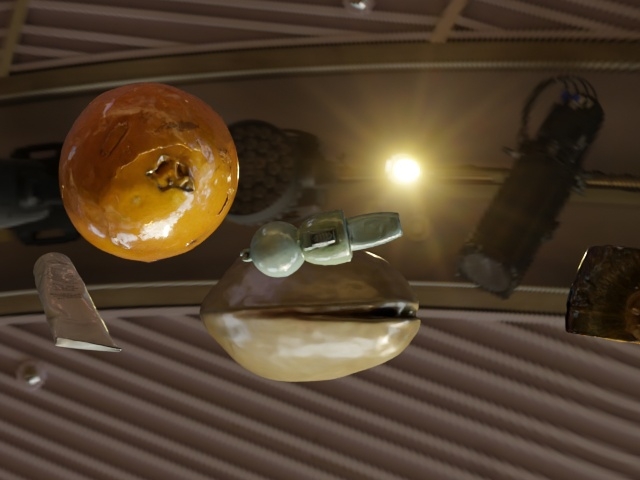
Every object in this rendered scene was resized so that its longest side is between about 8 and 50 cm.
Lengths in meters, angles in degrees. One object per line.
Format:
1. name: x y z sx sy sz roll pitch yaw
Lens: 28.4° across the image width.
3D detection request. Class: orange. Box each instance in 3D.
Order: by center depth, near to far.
1. orange: -0.078 -0.032 0.571 0.083 0.083 0.084 0 -89 16

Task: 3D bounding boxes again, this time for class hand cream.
1. hand cream: -0.120 0.031 0.602 0.030 0.093 0.019 10 -69 -26

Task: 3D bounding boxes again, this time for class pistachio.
1. pistachio: -0.006 0.051 0.945 0.185 0.126 0.108 -3 -99 35

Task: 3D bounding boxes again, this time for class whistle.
1. whistle: 0.000 0.000 0.773 0.100 0.035 0.035 -12 -92 4

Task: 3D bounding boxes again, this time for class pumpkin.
1. pumpkin: 0.227 0.039 0.907 0.101 0.035 0.073 10 -89 47
